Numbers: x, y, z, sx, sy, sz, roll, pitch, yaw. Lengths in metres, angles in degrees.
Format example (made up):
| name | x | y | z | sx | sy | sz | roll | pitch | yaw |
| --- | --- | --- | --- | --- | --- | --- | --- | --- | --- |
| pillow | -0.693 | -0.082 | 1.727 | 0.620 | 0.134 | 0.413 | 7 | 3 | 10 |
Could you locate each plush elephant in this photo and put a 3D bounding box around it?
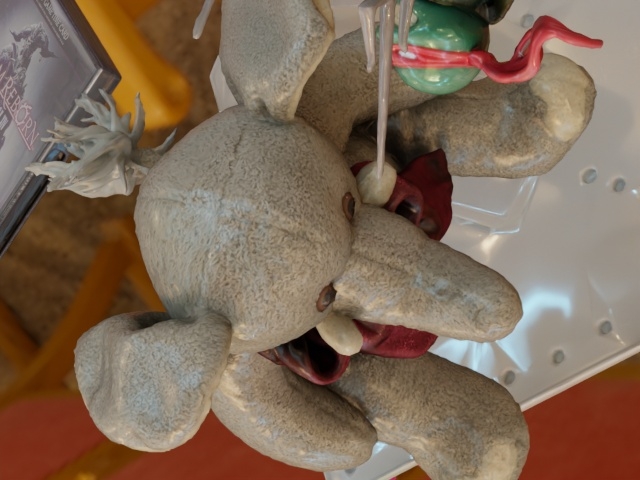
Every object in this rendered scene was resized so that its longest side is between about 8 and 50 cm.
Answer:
| name | x | y | z | sx | sy | sz | roll | pitch | yaw |
| --- | --- | --- | --- | --- | --- | --- | --- | --- | --- |
| plush elephant | 0.000 | 0.000 | 0.906 | 0.330 | 0.272 | 0.255 | 17 | -175 | -6 |

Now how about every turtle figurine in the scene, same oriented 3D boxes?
| name | x | y | z | sx | sy | sz | roll | pitch | yaw |
| --- | --- | --- | --- | --- | --- | --- | --- | --- | --- |
| turtle figurine | 0.033 | -0.141 | 0.630 | 0.175 | 0.118 | 0.234 | 14 | 99 | 61 |

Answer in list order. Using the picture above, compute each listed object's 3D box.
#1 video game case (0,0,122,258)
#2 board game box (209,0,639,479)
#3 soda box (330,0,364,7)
| name | x | y | z | sx | sy | sz | roll | pitch | yaw |
| --- | --- | --- | --- | --- | --- | --- | --- | --- | --- |
| video game case | -0.265 | -0.073 | 1.350 | 0.274 | 0.026 | 0.196 | -54 | 42 | 19 |
| board game box | 0.124 | -0.064 | 1.248 | 0.390 | 0.390 | 0.050 | -30 | 150 | 23 |
| soda box | -0.032 | -0.203 | 1.169 | 0.216 | 0.074 | 0.069 | 29 | 121 | 59 |
